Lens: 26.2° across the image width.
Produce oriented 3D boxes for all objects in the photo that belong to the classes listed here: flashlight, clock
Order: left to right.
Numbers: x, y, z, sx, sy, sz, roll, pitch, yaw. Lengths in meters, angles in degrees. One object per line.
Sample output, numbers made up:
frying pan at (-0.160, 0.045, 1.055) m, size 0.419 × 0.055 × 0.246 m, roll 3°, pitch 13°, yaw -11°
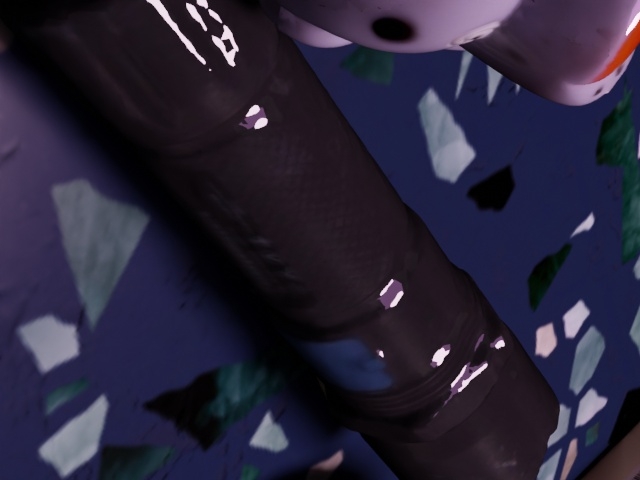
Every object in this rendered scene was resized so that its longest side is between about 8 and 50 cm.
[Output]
flashlight at (0.000, 0.000, 0.619) m, size 0.103 × 0.103 × 0.424 m, roll -54°, pitch 138°, yaw -15°
clock at (0.059, -0.138, 0.505) m, size 0.254 × 0.189 × 0.188 m, roll -44°, pitch 143°, yaw -56°

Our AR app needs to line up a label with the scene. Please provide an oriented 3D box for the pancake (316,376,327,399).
pancake at (0.035, 0.049, 0.771) m, size 0.108 × 0.017 × 0.108 m, roll -32°, pitch 136°, yaw -37°

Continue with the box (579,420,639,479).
box at (0.235, 0.269, 1.091) m, size 0.212 × 0.095 × 0.168 m, roll -35°, pitch 137°, yaw -35°
